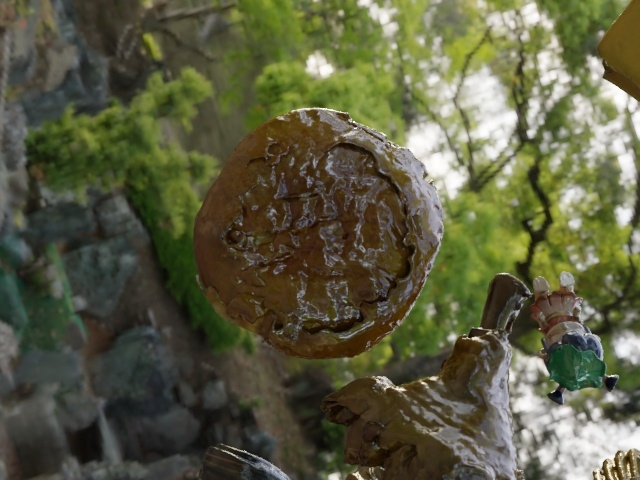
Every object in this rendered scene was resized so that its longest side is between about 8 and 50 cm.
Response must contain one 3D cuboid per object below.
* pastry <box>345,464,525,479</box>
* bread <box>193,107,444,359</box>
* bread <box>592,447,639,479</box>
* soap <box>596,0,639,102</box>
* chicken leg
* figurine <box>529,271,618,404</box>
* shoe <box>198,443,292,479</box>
[{"bbox_3d":[0.161,0.389,1.616,0.255,0.311,0.162,35,-26,25],"label":"pastry"},{"bbox_3d":[-0.002,0.002,1.610,0.337,0.358,0.204,28,-15,8],"label":"bread"},{"bbox_3d":[0.570,0.495,1.874,0.149,0.274,0.274,-22,94,-78],"label":"bread"},{"bbox_3d":[0.495,-0.188,1.240,0.324,0.204,0.096,41,15,19],"label":"soap"},{"bbox_3d":[0.152,0.217,1.477,0.409,0.295,0.182,-68,154,-19],"label":"chicken leg"},{"bbox_3d":[0.387,0.151,1.696,0.195,0.112,0.102,-94,168,-45],"label":"figurine"},{"bbox_3d":[-0.124,0.530,1.900,0.171,0.237,0.384,12,-33,38],"label":"shoe"}]
